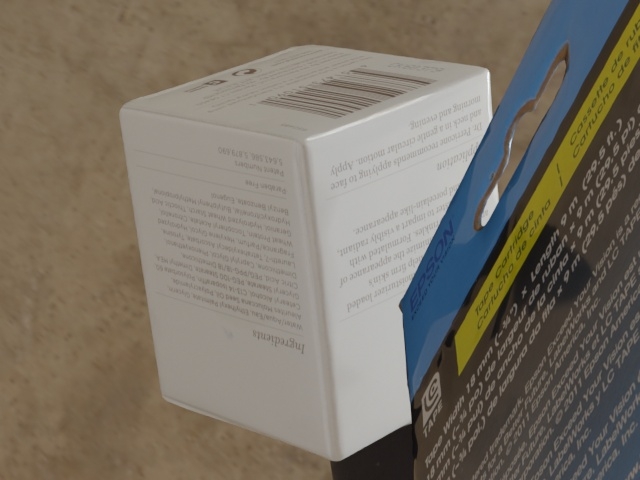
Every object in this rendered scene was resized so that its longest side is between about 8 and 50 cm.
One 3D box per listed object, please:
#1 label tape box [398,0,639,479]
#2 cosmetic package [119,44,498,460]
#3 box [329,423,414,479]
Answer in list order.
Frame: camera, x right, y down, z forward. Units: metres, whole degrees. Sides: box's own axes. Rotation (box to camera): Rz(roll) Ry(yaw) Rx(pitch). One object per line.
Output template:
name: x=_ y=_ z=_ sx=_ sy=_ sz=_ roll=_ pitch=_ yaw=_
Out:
label tape box: x=0.120 y=0.047 z=0.558 sx=0.105 sy=0.334 sz=0.241 roll=19 pitch=123 yaw=-11
cosmetic package: x=0.000 y=0.000 z=0.953 sx=0.151 sy=0.151 sz=0.184 roll=-23 pitch=116 yaw=-40
box: x=0.176 y=0.213 z=1.067 sx=0.296 sy=0.294 sz=0.182 roll=24 pitch=133 yaw=-33
